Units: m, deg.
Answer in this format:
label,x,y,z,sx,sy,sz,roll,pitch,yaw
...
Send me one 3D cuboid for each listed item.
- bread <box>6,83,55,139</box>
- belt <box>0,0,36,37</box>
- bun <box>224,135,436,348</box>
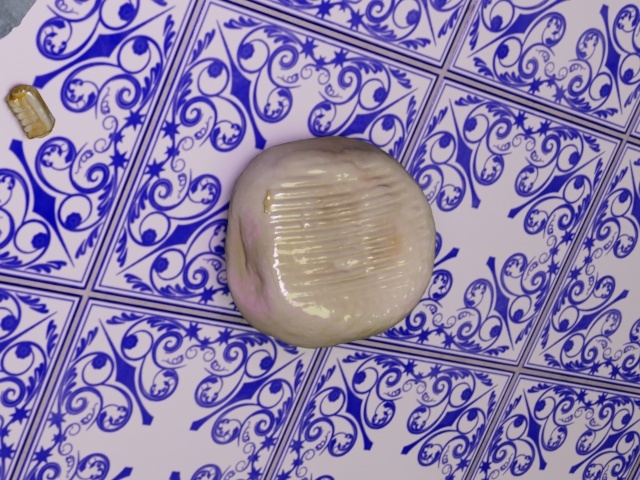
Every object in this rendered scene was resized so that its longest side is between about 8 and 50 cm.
label,x,y,z,sx,sy,sz,roll,pitch,yaw
bread,-0.407,-0.183,2.065,0.049,0.034,0.088,-30,125,-1
belt,-0.446,-0.374,1.861,0.257,0.150,0.207,-57,142,4
bun,0.000,0.000,2.342,0.361,0.213,0.361,2,85,-27
